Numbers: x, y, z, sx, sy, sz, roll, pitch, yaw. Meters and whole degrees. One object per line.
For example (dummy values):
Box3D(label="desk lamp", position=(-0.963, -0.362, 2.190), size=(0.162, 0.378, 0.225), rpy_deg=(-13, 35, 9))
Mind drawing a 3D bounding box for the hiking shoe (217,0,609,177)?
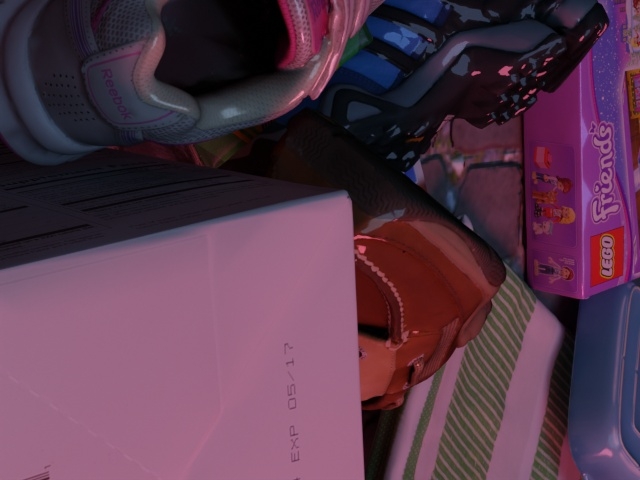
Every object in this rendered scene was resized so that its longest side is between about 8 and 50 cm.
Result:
Box3D(label="hiking shoe", position=(0.023, -0.106, 0.843), size=(0.304, 0.113, 0.132), rpy_deg=(-26, 73, -25))

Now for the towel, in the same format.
Box3D(label="towel", position=(0.149, 0.160, 0.999), size=(0.325, 0.038, 0.248), rpy_deg=(41, 54, -39))

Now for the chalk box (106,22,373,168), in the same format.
Box3D(label="chalk box", position=(-0.092, -0.160, 0.695), size=(0.132, 0.132, 0.213), rpy_deg=(-41, 124, -28))

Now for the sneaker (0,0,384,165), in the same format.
Box3D(label="sneaker", position=(-0.020, -0.108, 0.606), size=(0.252, 0.111, 0.103), rpy_deg=(-41, 123, -27))

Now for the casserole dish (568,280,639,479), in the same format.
Box3D(label="casserole dish", position=(0.232, 0.109, 1.060), size=(0.114, 0.037, 0.188), rpy_deg=(43, 48, -41))

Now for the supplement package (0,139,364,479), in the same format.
Box3D(label="supplement package", position=(-0.139, 0.074, 0.612), size=(0.198, 0.262, 0.199), rpy_deg=(-14, 108, -39))

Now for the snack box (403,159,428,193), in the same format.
Box3D(label="snack box", position=(0.000, 0.000, 0.884), size=(0.178, 0.022, 0.064), rpy_deg=(-32, 118, -33))

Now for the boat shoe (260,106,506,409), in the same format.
Box3D(label="boat shoe", position=(0.021, 0.035, 0.748), size=(0.120, 0.122, 0.324), rpy_deg=(-50, 162, -5))

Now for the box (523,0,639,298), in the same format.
Box3D(label="box", position=(0.236, -0.122, 1.044), size=(0.201, 0.057, 0.293), rpy_deg=(-16, 109, -39))
